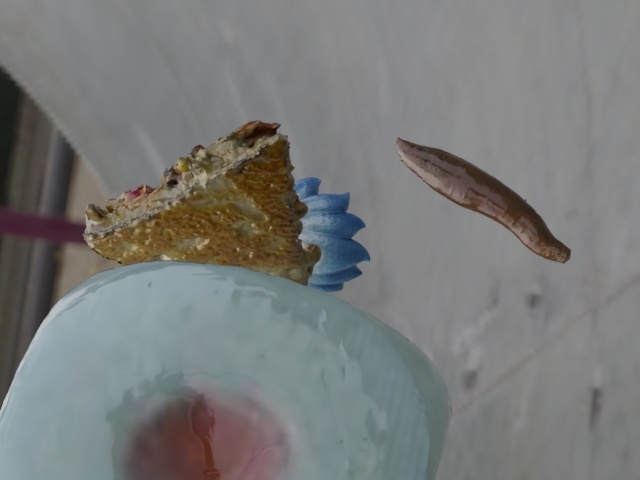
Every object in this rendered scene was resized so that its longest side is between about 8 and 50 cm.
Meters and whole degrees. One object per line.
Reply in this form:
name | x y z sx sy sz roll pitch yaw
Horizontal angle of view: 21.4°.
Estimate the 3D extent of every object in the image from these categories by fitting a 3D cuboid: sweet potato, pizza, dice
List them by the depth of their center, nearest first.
dice | -0.070 0.188 1.098 0.262 0.265 0.268 96 -171 -61
pizza | -0.067 -0.033 1.252 0.199 0.188 0.062 -50 33 47
sweet potato | 0.202 -0.056 2.110 0.057 0.265 0.057 -53 -14 -20

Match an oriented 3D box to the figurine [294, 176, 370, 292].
figurine | 0.000 0.000 1.504 0.079 0.114 0.114 -23 -51 -62
